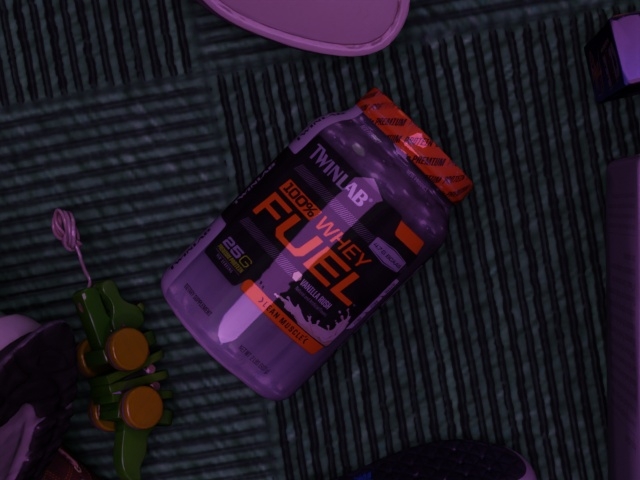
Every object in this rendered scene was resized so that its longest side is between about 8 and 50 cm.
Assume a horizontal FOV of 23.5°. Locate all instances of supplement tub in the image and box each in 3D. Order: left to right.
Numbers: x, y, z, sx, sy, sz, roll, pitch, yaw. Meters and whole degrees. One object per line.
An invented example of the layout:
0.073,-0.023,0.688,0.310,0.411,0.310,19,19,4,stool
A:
0.000,0.000,0.983,0.117,0.117,0.190,44,94,2,supplement tub

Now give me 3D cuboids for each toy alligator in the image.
-0.133,0.066,1.030,0.051,0.056,0.189,-13,89,-37,toy alligator

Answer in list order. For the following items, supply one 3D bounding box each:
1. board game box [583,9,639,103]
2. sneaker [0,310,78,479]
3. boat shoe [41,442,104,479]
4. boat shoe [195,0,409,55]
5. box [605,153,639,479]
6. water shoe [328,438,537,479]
0.290,-0.136,0.934,0.243,0.165,0.042,-13,90,5,board game box
-0.293,0.164,0.961,0.182,0.158,0.410,38,119,15,sneaker
-0.192,0.165,1.024,0.073,0.073,0.207,-42,89,2,boat shoe
-0.093,-0.223,1.005,0.335,0.095,0.112,25,104,-1,boat shoe
0.290,0.119,0.937,0.215,0.168,0.345,-1,91,4,box
0.047,0.192,1.018,0.203,0.073,0.080,-15,117,4,water shoe
